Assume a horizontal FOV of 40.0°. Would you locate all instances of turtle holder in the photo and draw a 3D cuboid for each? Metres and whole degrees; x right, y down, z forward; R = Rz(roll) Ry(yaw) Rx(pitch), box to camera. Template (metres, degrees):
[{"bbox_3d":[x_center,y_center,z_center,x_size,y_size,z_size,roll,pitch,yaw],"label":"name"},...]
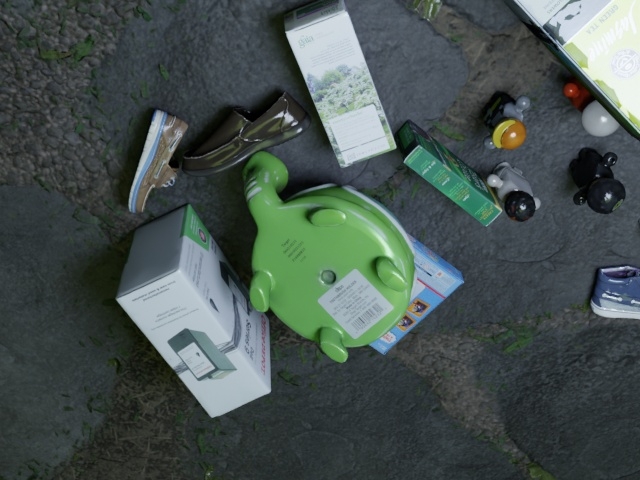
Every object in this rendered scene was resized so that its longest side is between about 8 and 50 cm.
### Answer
[{"bbox_3d":[0.001,0.019,1.403,0.320,0.227,0.243,19,114,7],"label":"turtle holder"}]

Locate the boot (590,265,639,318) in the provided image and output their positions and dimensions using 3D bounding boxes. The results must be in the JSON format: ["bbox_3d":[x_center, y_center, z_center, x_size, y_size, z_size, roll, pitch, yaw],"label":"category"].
[{"bbox_3d":[0.582,0.092,1.562,0.190,0.069,0.086,0,125,1],"label":"boot"}]

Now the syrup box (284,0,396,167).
[{"bbox_3d":[0.031,-0.239,1.322,0.093,0.096,0.237,-19,120,8],"label":"syrup box"}]

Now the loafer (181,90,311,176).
[{"bbox_3d":[-0.126,-0.172,1.379,0.220,0.080,0.078,-24,113,5],"label":"loafer"}]

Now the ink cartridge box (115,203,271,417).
[{"bbox_3d":[-0.201,0.118,1.475,0.121,0.211,0.289,-25,121,12],"label":"ink cartridge box"}]

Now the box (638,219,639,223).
[{"bbox_3d":[0.720,-0.027,1.498,0.270,0.060,0.216,-36,117,19],"label":"box"}]

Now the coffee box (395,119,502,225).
[{"bbox_3d":[0.204,-0.109,1.402,0.184,0.113,0.040,35,112,-20],"label":"coffee box"}]

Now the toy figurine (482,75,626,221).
[{"bbox_3d":[0.361,-0.137,1.366,0.210,0.148,0.213,-9,122,4],"label":"toy figurine"}]

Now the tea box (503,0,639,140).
[{"bbox_3d":[0.441,-0.331,1.102,0.329,0.220,0.323,-43,97,16],"label":"tea box"}]

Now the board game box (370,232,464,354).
[{"bbox_3d":[0.124,0.092,1.567,0.160,0.039,0.211,35,114,-21],"label":"board game box"}]

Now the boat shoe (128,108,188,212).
[{"bbox_3d":[-0.261,-0.117,1.409,0.066,0.066,0.183,16,120,-13],"label":"boat shoe"}]
